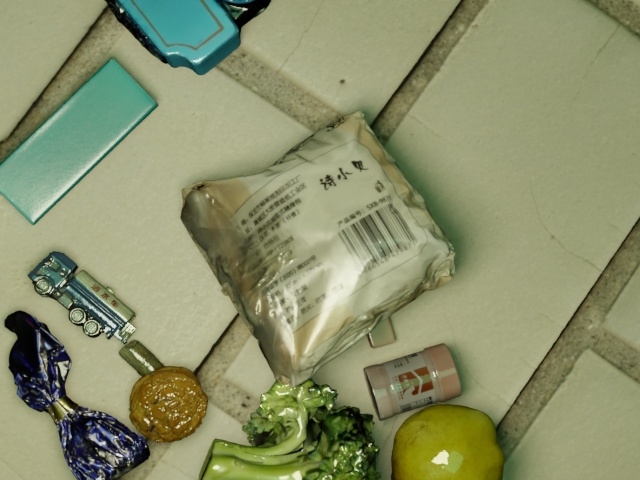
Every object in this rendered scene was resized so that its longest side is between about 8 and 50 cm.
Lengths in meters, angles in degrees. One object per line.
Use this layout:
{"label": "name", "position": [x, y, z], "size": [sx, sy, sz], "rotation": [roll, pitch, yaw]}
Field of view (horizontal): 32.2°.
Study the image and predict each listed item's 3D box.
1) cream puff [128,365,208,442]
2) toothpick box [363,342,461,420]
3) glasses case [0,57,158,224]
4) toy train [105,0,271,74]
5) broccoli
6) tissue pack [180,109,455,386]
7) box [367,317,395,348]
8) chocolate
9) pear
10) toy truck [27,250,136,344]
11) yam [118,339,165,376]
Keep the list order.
{"label": "cream puff", "position": [-0.256, 0.282, 1.873], "size": [0.126, 0.103, 0.144], "rotation": [26, 113, -25]}
{"label": "toothpick box", "position": [0.159, 0.246, 1.926], "size": [0.149, 0.098, 0.098], "rotation": [-17, 88, -4]}
{"label": "glasses case", "position": [-0.428, -0.170, 1.923], "size": [0.301, 0.070, 0.117], "rotation": [-44, 97, -7]}
{"label": "toy train", "position": [-0.240, -0.455, 1.894], "size": [0.265, 0.188, 0.300], "rotation": [-39, 92, -1]}
{"label": "broccoli", "position": [-0.037, 0.408, 1.821], "size": [0.338, 0.277, 0.317], "rotation": [-41, 97, -12]}
{"label": "tissue pack", "position": [0.000, 0.000, 1.865], "size": [0.375, 0.195, 0.390], "rotation": [-28, 74, -7]}
{"label": "box", "position": [0.096, 0.131, 1.964], "size": [0.048, 0.025, 0.115], "rotation": [-17, 89, -10]}
{"label": "chocolate", "position": [-0.437, 0.269, 1.867], "size": [0.126, 0.148, 0.343], "rotation": [-35, 82, -36]}
{"label": "pear", "position": [0.214, 0.373, 1.881], "size": [0.200, 0.200, 0.200], "rotation": [0, 87, -4]}
{"label": "toy truck", "position": [-0.404, 0.103, 1.904], "size": [0.202, 0.074, 0.088], "rotation": [41, 80, -2]}
{"label": "yam", "position": [-0.304, 0.213, 1.922], "size": [0.043, 0.043, 0.094], "rotation": [-44, 92, -5]}
